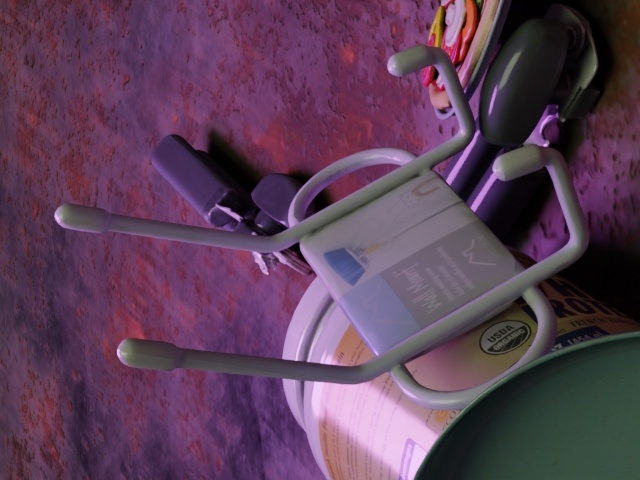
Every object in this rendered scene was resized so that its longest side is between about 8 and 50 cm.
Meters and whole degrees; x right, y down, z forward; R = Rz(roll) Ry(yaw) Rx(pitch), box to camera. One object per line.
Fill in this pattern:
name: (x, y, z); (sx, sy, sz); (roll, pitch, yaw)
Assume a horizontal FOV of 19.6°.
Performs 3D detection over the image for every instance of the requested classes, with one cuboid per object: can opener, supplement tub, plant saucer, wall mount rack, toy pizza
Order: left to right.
can opener: (-0.080, -0.043, 1.854); (0.093, 0.074, 0.280); (-55, 37, 0)
wall mount rack: (0.000, 0.000, 1.249); (0.130, 0.304, 0.350); (64, 174, -30)
toy pizza: (0.111, -0.191, 1.406); (0.201, 0.032, 0.201); (-165, 90, -81)
can opener: (0.122, -0.065, 1.424); (0.283, 0.095, 0.076); (-60, 43, 38)
supplement tub: (0.127, 0.130, 1.309); (0.316, 0.228, 0.228); (34, 124, 55)
plant saucer: (0.204, 0.182, 1.095); (0.044, 0.317, 0.318); (-77, -1, -63)
